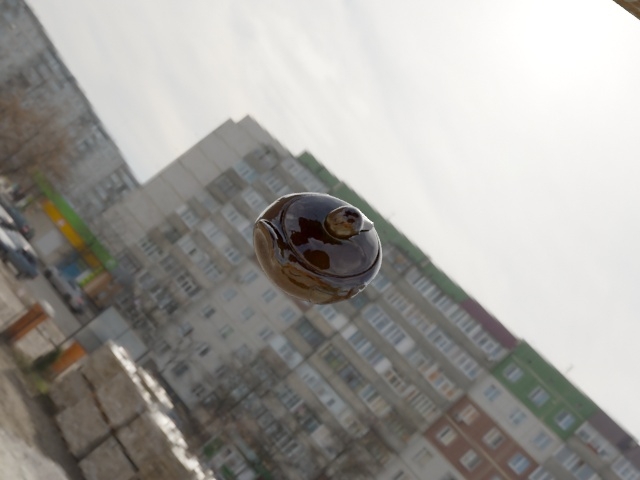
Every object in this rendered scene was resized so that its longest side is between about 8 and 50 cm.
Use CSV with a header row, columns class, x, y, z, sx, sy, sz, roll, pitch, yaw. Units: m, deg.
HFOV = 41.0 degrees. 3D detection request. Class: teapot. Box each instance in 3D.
class,x,y,z,sx,sy,sz,roll,pitch,yaw
teapot,0.000,0.000,0.693,0.078,0.129,0.098,-43,-120,42

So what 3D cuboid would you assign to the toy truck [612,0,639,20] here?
class,x,y,z,sx,sy,sz,roll,pitch,yaw
toy truck,0.235,-0.281,0.659,0.305,0.136,0.162,21,-20,-29
